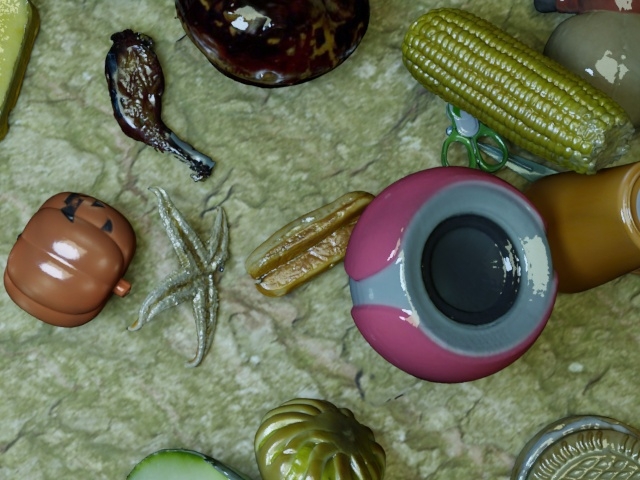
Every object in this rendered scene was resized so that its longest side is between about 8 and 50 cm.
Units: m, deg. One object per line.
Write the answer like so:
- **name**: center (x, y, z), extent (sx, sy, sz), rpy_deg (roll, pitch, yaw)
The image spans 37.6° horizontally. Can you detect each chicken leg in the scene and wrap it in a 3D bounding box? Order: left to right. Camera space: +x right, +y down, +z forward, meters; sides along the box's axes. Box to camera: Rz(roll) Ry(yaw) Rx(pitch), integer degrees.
- **chicken leg**: center (-0.247, -0.190, 1.380), extent (0.106, 0.051, 0.253), rpy_deg (-29, 91, -10)

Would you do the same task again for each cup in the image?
- **cup**: center (0.417, -0.015, 1.310), extent (0.226, 0.264, 0.182), rpy_deg (25, 76, -13)

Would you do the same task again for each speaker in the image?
- **speaker**: center (0.173, 0.038, 1.276), extent (0.295, 0.294, 0.294), rpy_deg (0, 86, -3)

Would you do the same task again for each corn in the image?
- **corn**: center (0.265, -0.206, 1.291), extent (0.131, 0.131, 0.344), rpy_deg (-47, 61, -5)

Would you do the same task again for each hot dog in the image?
- **hot dog**: center (0.000, 0.000, 1.373), extent (0.236, 0.062, 0.092), rpy_deg (-28, 104, -10)

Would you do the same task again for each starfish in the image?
- **starfish**: center (-0.195, 0.055, 1.338), extent (0.138, 0.050, 0.247), rpy_deg (12, 82, -37)

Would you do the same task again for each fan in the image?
- **fan**: center (0.277, -0.125, 1.421), extent (0.193, 0.016, 0.038), rpy_deg (25, 87, -2)

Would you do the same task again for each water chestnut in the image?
- **water chestnut**: center (-0.068, -0.358, 1.292), extent (0.300, 0.300, 0.299), rpy_deg (0, 86, -3)

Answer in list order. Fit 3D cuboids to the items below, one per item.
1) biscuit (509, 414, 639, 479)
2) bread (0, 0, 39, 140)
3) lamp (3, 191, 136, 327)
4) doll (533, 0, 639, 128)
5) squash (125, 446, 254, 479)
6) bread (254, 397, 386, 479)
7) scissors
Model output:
- **biscuit**: center (0.399, 0.383, 1.359), extent (0.259, 0.079, 0.259), rpy_deg (0, 85, -4)
- **bread**: center (-0.477, -0.251, 1.350), extent (0.102, 0.094, 0.245), rpy_deg (15, 86, -11)
- **lamp**: center (-0.334, 0.031, 1.291), extent (0.164, 0.187, 0.187), rpy_deg (31, 85, -6)
- **doll**: center (0.434, -0.315, 1.364), extent (0.235, 0.174, 0.329), rpy_deg (9, 86, 0)
- **squash**: center (-0.137, 0.419, 1.257), extent (0.309, 0.210, 0.233), rpy_deg (37, 102, -5)
- **bread**: center (0.005, 0.293, 1.279), extent (0.213, 0.213, 0.104), rpy_deg (35, 115, 0)
- **scissors**: center (0.212, -0.194, 1.405), extent (0.101, 0.027, 0.204), rpy_deg (-10, 78, -13)
